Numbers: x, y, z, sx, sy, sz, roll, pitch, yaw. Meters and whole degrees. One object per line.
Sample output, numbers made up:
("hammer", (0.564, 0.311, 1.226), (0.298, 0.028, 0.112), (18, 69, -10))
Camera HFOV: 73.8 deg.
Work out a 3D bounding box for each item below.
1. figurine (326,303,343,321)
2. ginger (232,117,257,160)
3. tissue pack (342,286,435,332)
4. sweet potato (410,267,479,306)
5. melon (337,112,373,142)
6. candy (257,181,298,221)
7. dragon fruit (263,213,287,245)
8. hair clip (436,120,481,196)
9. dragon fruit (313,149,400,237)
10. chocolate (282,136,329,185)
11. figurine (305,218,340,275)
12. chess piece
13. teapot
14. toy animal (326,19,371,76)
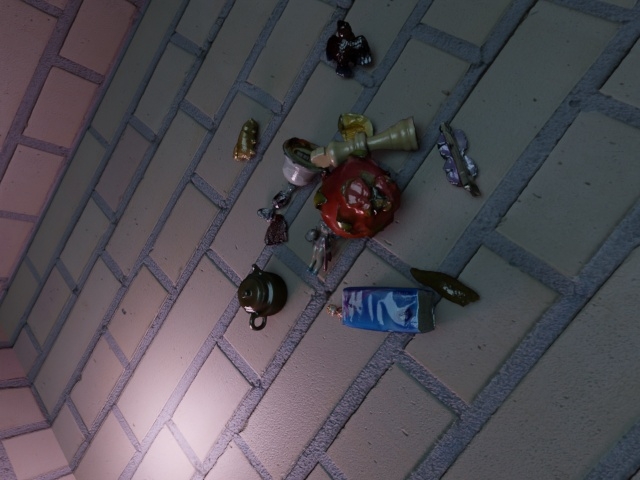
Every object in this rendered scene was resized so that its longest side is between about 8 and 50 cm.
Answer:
("figurine", (0.075, 0.271, 1.589), (0.109, 0.047, 0.064), (16, 84, 22))
("ginger", (-0.330, -0.441, 1.907), (0.206, 0.081, 0.115), (-65, 27, 16))
("tissue pack", (0.228, 0.229, 1.414), (0.263, 0.198, 0.146), (-3, 80, 30))
("sweet potato", (0.397, 0.145, 1.398), (0.243, 0.077, 0.077), (28, 97, 28))
("melon", (0.139, -0.412, 1.631), (0.128, 0.079, 0.160), (-15, 97, 8))
("candy", (-0.180, -0.169, 1.797), (0.226, 0.051, 0.094), (-40, 62, 20))
("dragon fruit", (-0.190, -0.043, 1.795), (0.097, 0.063, 0.131), (-3, 80, -3))
("hair clip", (0.456, -0.272, 1.424), (0.106, 0.084, 0.292), (-26, 66, 30))
("dragon fruit", (0.132, -0.163, 1.462), (0.305, 0.226, 0.306), (-1, 74, 2))
("chocolate", (-0.080, -0.302, 1.702), (0.221, 0.221, 0.147), (61, 138, 22))
("figurine", (0.013, 0.005, 1.644), (0.260, 0.102, 0.205), (-68, 25, 7))
("chess piece", (0.151, -0.338, 1.544), (0.396, 0.117, 0.117), (-12, 77, 17))
("teapot", (-0.254, 0.228, 1.715), (0.185, 0.175, 0.268), (-4, 81, 32))
("toy animal", (0.094, -0.742, 1.644), (0.218, 0.179, 0.116), (24, 69, 32))
